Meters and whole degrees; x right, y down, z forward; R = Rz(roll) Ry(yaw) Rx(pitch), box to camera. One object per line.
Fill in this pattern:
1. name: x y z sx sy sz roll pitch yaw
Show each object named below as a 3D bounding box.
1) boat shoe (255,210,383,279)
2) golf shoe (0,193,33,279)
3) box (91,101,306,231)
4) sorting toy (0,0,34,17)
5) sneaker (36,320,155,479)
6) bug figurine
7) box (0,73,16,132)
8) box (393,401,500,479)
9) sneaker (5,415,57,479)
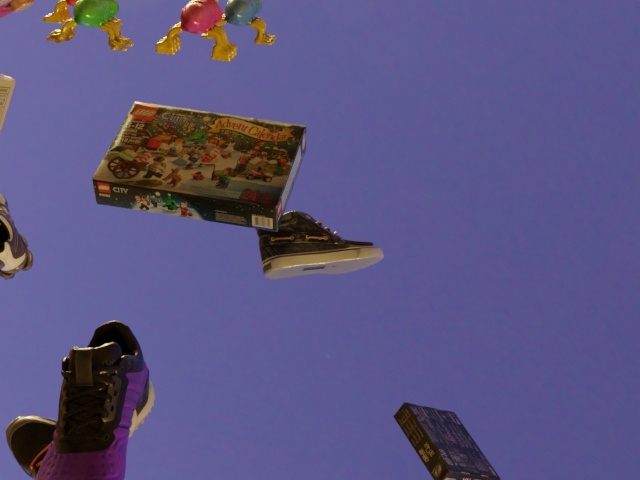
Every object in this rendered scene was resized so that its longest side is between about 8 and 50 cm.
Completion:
1. boat shoe: 0.000 0.000 1.481 0.065 0.183 0.083 -41 -122 56
2. golf shoe: -0.500 -0.037 1.608 0.077 0.094 0.198 -39 -110 -11
3. box: -0.147 -0.096 1.352 0.233 0.044 0.159 9 -134 8
4. sorting toy: -0.134 -0.216 0.601 0.257 0.089 0.255 -28 -172 -1
5. sneaker: -0.269 0.197 1.247 0.102 0.146 0.293 0 -151 3
6. bug figurine: -0.191 -0.270 1.255 0.279 0.072 0.216 6 -158 -1
7. box: -0.496 -0.072 1.303 0.121 0.148 0.311 24 -78 17
8. box: 0.109 0.178 0.930 0.018 0.067 0.083 -56 -138 20
9. sneaker: -0.321 0.305 1.382 0.215 0.083 0.084 41 -92 5
